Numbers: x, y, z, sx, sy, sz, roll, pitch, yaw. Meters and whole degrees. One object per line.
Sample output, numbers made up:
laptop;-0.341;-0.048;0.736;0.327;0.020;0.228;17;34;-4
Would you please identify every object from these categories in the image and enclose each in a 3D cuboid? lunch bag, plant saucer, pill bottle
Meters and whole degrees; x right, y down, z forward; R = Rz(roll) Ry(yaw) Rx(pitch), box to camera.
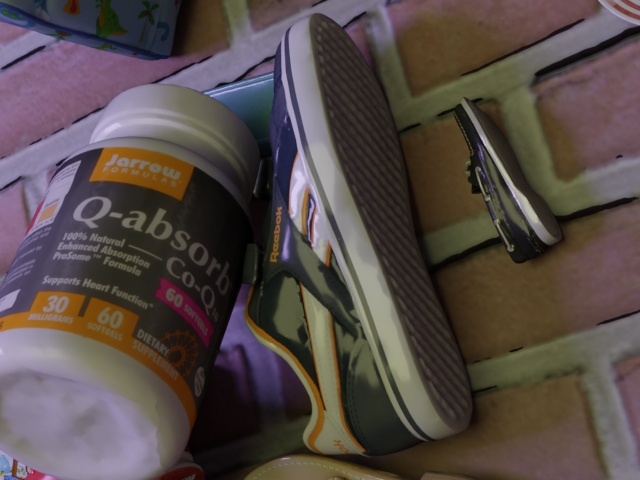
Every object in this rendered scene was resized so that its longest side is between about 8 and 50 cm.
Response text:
lunch bag;-0.233;-0.212;1.237;0.176;0.219;0.090;15;93;37
plant saucer;-0.086;-0.094;1.241;0.192;0.018;0.067;-12;78;36
pill bottle;-0.140;0.025;1.112;0.162;0.162;0.278;-18;40;34

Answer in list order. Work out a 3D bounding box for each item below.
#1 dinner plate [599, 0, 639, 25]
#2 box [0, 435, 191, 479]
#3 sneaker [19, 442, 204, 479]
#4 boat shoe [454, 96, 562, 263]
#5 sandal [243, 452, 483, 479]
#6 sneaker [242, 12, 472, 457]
dinner plate;0.237;-0.209;1.018;0.141;0.017;0.141;-4;83;35
box;-0.239;0.182;1.295;0.293;0.057;0.200;4;87;36
sneaker;-0.195;0.177;1.190;0.221;0.087;0.128;-28;61;15
boat shoe;0.122;-0.042;1.067;0.038;0.046;0.125;-36;73;22
sandal;0.015;0.206;1.077;0.240;0.079;0.088;-5;110;34
sneaker;0.000;0.000;1.099;0.127;0.126;0.321;-22;73;27
